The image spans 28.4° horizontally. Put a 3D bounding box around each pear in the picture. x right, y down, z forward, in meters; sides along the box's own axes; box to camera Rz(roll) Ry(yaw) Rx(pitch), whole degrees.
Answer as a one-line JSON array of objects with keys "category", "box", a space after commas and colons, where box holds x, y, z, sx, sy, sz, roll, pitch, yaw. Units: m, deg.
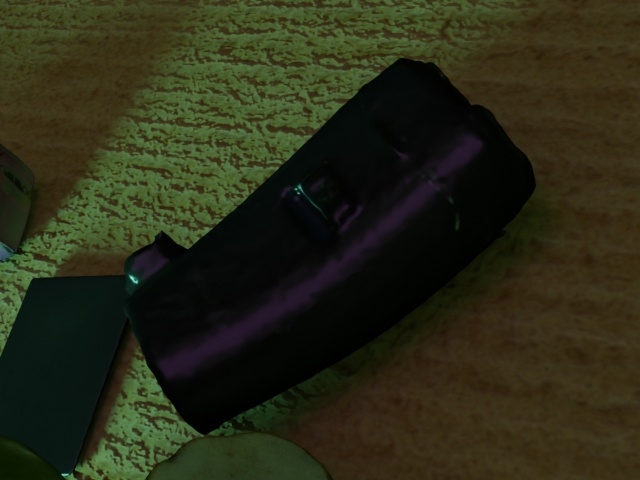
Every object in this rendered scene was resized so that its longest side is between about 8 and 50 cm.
[{"category": "pear", "box": [-0.058, 0.205, 0.867, 0.141, 0.104, 0.141, 3, 34, -2]}]

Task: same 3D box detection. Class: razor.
[{"category": "razor", "box": [0.001, 0.003, 0.988, 0.326, 0.107, 0.189, -37, 45, 3]}]

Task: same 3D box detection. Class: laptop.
[{"category": "laptop", "box": [-0.235, 0.116, 1.119, 0.135, 0.016, 0.197, -2, 56, 30]}]

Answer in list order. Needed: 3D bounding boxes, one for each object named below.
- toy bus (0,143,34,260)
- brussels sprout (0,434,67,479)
[{"category": "toy bus", "box": [-0.422, -0.006, 1.284, 0.273, 0.090, 0.112, -19, 54, 18]}, {"category": "brussels sprout", "box": [-0.225, 0.292, 0.788, 0.354, 0.281, 0.289, 19, 47, 18]}]
